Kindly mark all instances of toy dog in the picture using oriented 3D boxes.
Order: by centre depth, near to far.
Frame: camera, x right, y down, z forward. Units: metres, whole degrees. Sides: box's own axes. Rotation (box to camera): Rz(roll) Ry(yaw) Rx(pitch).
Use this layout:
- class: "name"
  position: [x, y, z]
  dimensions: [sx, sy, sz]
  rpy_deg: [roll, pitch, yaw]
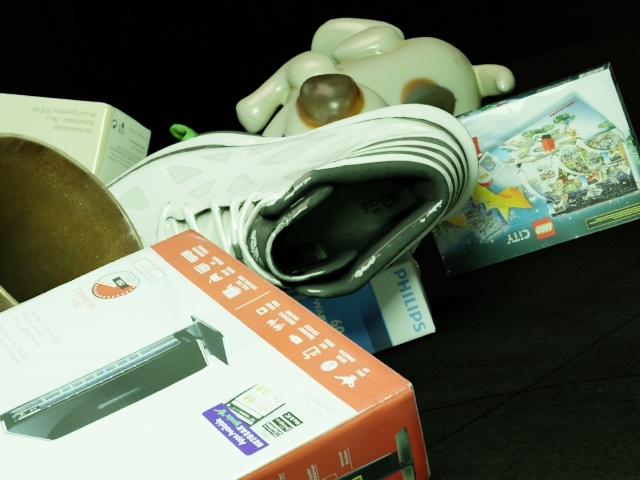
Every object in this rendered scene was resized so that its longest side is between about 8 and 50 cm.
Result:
- class: "toy dog"
  position: [0.068, -0.152, 2.028]
  dimensions: [0.395, 0.284, 0.408]
  rpy_deg: [4, 22, 26]

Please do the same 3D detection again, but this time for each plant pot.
- class: "plant pot"
  position: [-0.310, 0.055, 1.237]
  dimensions: [0.230, 0.215, 0.215]
  rpy_deg: [-37, 1, 28]

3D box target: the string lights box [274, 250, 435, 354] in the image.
- class: "string lights box"
  position: [-0.024, 0.085, 1.325]
  dimensions: [0.260, 0.076, 0.133]
  rpy_deg: [-20, 8, 4]

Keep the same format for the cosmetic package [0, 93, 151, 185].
- class: "cosmetic package"
  position: [-0.307, 0.004, 1.509]
  dimensions: [0.160, 0.309, 0.113]
  rpy_deg: [6, -11, 20]

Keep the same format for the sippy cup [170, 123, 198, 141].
- class: "sippy cup"
  position: [-0.246, 0.010, 1.717]
  dimensions: [0.305, 0.240, 0.224]
  rpy_deg: [-24, 12, -12]

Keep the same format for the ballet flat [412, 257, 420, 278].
- class: "ballet flat"
  position: [0.016, 0.051, 1.469]
  dimensions: [0.206, 0.073, 0.067]
  rpy_deg: [-14, -3, 20]

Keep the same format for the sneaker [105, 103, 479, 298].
- class: "sneaker"
  position: [-0.081, -0.020, 1.279]
  dimensions: [0.447, 0.169, 0.257]
  rpy_deg: [-16, 7, 14]

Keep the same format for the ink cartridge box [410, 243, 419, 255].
- class: "ink cartridge box"
  position: [0.069, -0.025, 1.637]
  dimensions: [0.063, 0.109, 0.150]
  rpy_deg: [-17, 10, 17]

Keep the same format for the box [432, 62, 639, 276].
- class: "box"
  position: [0.218, -0.072, 1.427]
  dimensions: [0.233, 0.159, 0.044]
  rpy_deg: [-18, 12, 18]

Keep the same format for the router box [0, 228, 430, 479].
- class: "router box"
  position: [-0.139, 0.134, 0.975]
  dimensions: [0.301, 0.082, 0.335]
  rpy_deg: [-25, 31, -23]
